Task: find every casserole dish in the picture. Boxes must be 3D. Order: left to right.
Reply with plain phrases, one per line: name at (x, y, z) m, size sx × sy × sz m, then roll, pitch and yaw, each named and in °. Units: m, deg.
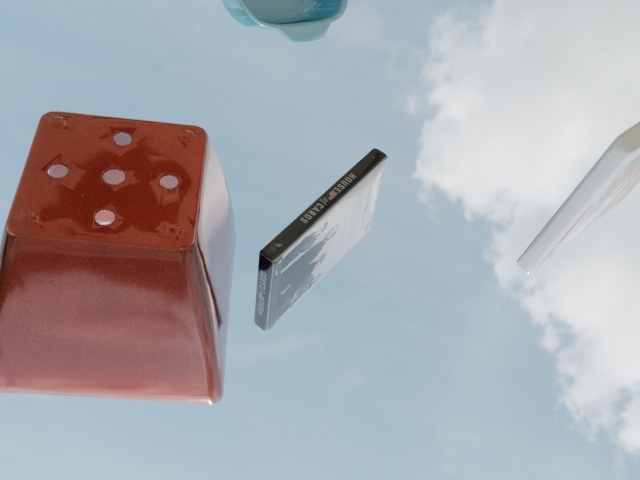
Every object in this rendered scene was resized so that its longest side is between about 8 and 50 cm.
casserole dish at (-0.041, -0.228, 0.533) m, size 0.114 × 0.037 × 0.188 m, roll -21°, pitch -79°, yaw -42°

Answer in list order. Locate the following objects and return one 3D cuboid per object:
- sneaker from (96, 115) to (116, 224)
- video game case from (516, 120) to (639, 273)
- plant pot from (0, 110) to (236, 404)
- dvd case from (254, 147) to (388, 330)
sneaker at (-0.275, -0.122, 1.177) m, size 0.114 × 0.152 × 0.305 m, roll 29°, pitch -146°, yaw 25°
video game case at (0.299, -0.065, 0.767) m, size 0.183 × 0.201 × 0.023 m, roll -31°, pitch -111°, yaw -31°
plant pot at (-0.230, 0.005, 0.868) m, size 0.267 × 0.236 × 0.267 m, roll 5°, pitch -130°, yaw -7°
dvd case at (0.000, 0.000, 1.047) m, size 0.029 × 0.179 × 0.238 m, roll 36°, pitch -122°, yaw 17°
